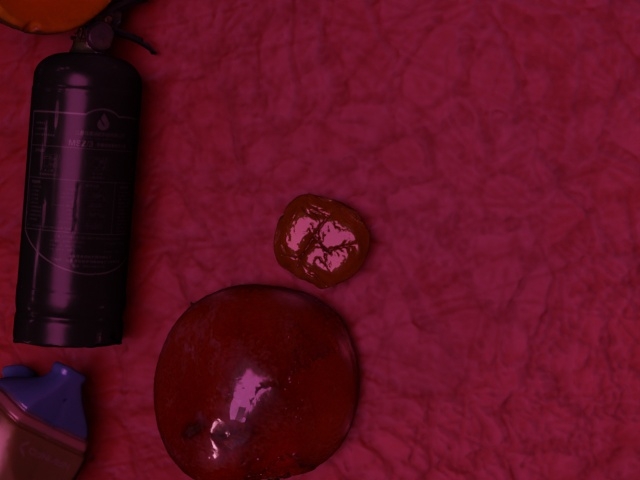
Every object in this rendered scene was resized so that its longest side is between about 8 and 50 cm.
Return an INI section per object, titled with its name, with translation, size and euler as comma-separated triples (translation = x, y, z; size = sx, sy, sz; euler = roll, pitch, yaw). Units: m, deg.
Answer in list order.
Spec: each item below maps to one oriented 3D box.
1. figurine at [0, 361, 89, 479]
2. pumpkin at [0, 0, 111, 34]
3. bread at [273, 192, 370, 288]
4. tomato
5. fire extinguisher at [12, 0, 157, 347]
[figurine]
translation = -0.314, 0.214, 1.205
size = 0.180, 0.154, 0.262
euler = 23, 78, 18
[pumpkin]
translation = -0.206, -0.327, 1.141
size = 0.139, 0.222, 0.317
euler = 25, 95, 36
[bread]
translation = 0.000, 0.000, 1.179
size = 0.081, 0.046, 0.083
euler = -36, 84, 7
[tomato]
translation = -0.066, 0.126, 1.167
size = 0.189, 0.099, 0.173
euler = -7, 92, 12
[fire extinguisher]
translation = -0.202, -0.063, 1.194
size = 0.114, 0.095, 0.311
euler = 2, 94, -27
